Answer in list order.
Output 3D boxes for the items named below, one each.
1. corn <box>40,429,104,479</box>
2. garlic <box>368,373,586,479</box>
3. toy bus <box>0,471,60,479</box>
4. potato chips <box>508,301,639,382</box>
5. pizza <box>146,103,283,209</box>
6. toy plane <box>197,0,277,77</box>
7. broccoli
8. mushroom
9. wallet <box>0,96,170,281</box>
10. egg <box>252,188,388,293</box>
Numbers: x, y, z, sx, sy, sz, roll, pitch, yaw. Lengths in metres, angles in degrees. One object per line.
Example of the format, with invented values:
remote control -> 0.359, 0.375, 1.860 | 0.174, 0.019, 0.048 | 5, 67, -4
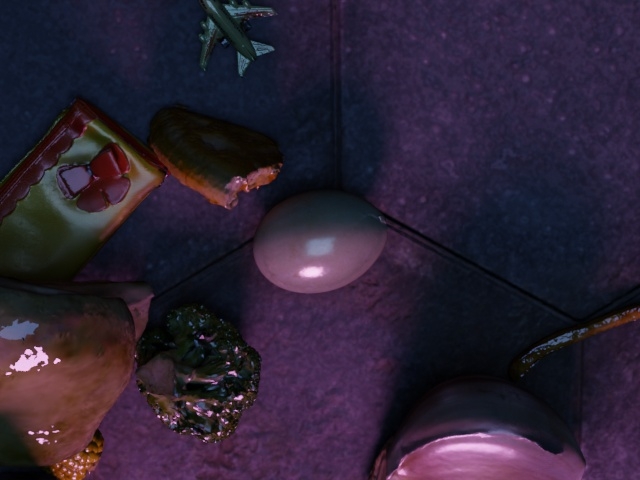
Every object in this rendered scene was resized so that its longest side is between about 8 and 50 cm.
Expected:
corn -> -0.347, 0.190, 1.931 | 0.231, 0.080, 0.080 | 36, 98, -12
garlic -> 0.186, 0.265, 1.937 | 0.291, 0.210, 0.238 | -3, 97, 4
toy bus -> -0.322, 0.340, 1.841 | 0.109, 0.329, 0.136 | 2, 93, -6
potato chips -> 0.311, 0.110, 2.001 | 0.204, 0.026, 0.037 | -25, 107, 0
pizza -> -0.105, -0.092, 1.873 | 0.161, 0.182, 0.063 | -13, 124, -43
toy plane -> -0.101, -0.234, 1.875 | 0.102, 0.040, 0.111 | -38, 103, 2
broccoli -> -0.145, 0.149, 1.921 | 0.162, 0.138, 0.146 | 38, 105, 27
mushroom -> -0.307, 0.143, 1.797 | 0.292, 0.212, 0.218 | 5, 93, -41
wallet -> -0.294, -0.031, 1.892 | 0.141, 0.067, 0.241 | 41, 97, -11
egg -> 0.000, 0.000, 1.901 | 0.152, 0.114, 0.114 | -15, 104, 3
